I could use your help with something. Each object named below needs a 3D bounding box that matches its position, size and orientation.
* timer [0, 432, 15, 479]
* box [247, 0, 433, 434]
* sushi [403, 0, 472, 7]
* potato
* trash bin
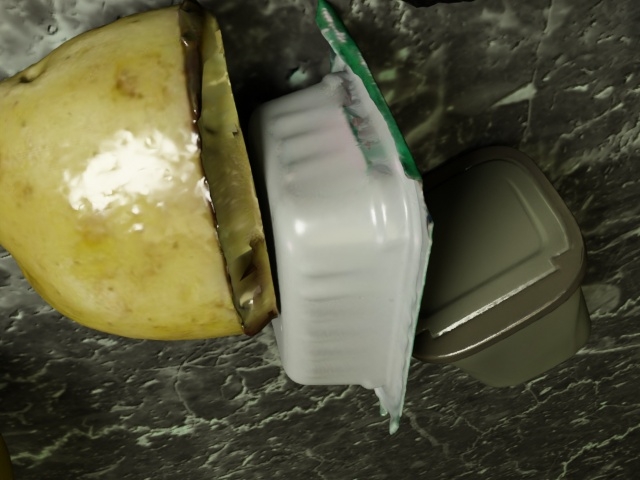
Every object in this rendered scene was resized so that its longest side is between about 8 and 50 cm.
[{"bbox_3d":[-0.500,0.282,0.756,0.376,0.376,0.387,12,152,-33],"label":"timer"},{"bbox_3d":[0.000,0.000,0.684,0.106,0.264,0.337,-9,138,-10],"label":"box"},{"bbox_3d":[0.135,-0.302,0.448,0.350,0.211,0.170,-40,148,28],"label":"sushi"},{"bbox_3d":[-0.163,-0.041,0.614,0.242,0.243,0.286,-15,133,-7],"label":"potato"},{"bbox_3d":[0.196,0.049,0.866,0.219,0.219,0.250,-30,146,14],"label":"trash bin"}]
